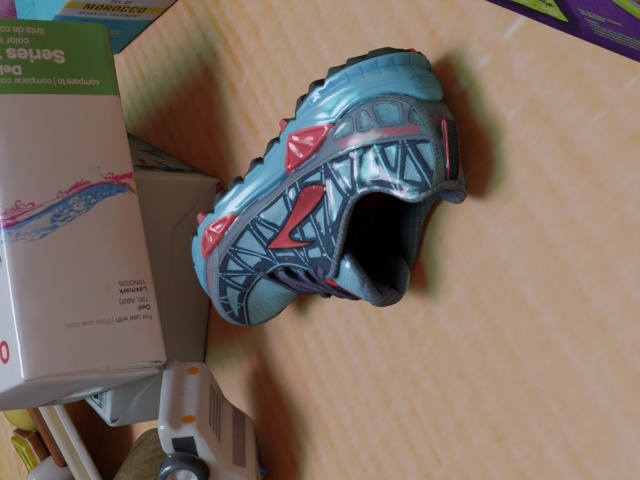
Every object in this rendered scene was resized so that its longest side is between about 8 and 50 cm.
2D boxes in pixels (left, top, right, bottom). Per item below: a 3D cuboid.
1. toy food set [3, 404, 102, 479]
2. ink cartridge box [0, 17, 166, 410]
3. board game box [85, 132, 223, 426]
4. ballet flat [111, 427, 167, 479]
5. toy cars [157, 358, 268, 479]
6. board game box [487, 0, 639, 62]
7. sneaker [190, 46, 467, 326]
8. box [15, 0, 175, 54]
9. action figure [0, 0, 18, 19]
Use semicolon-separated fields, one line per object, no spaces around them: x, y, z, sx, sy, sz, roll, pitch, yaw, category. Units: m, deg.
-0.325;0.197;1.100;0.219;0.092;0.306;-1;114;62;toy food set
-0.238;-0.010;0.859;0.201;0.117;0.278;-25;73;53;ink cartridge box
-0.215;0.010;1.011;0.303;0.097;0.224;27;114;50;board game box
-0.166;0.328;0.903;0.116;0.124;0.342;-24;64;46;ballet flat
-0.061;0.285;0.815;0.176;0.087;0.394;83;-179;-83;toy cars
0.120;-0.135;0.427;0.056;0.208;0.347;-55;44;4;board game box
0.000;0.000;0.694;0.262;0.104;0.125;-52;54;44;sneaker
-0.181;-0.235;0.937;0.244;0.100;0.060;-21;77;54;box
-0.327;-0.369;0.973;0.248;0.275;0.370;55;165;13;action figure
